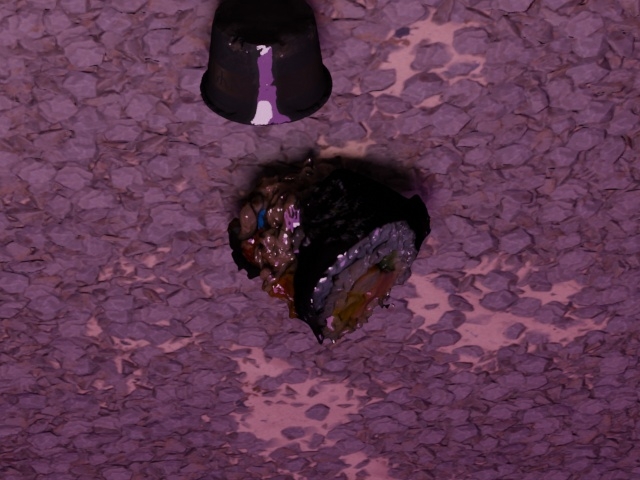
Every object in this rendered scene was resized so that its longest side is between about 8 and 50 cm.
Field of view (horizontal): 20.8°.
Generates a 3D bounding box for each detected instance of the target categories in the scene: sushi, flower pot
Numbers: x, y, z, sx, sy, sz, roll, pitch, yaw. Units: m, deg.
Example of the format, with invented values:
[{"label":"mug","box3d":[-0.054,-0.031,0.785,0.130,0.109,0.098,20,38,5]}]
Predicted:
[{"label":"sushi","box3d":[-0.004,-0.003,2.294,0.225,0.219,0.238,-32,141,-37]},{"label":"flower pot","box3d":[-0.066,-0.220,2.034,0.157,0.157,0.107,-5,129,-2]}]
